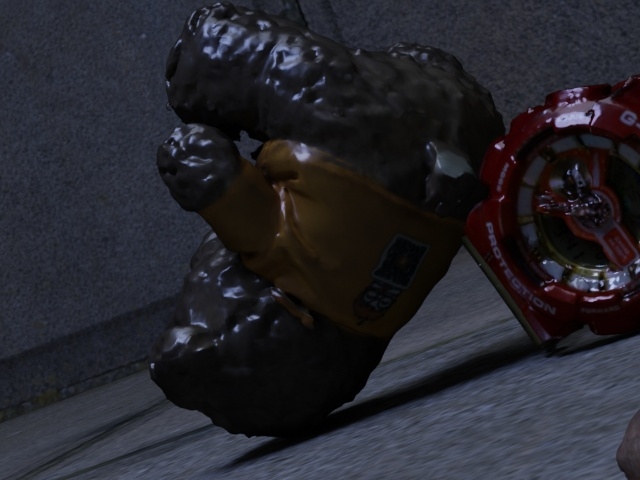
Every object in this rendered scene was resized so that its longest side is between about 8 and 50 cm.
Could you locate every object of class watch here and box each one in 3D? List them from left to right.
[{"bbox_3d":[0.169,-0.028,0.886,0.165,0.102,0.268,-42,-14,37],"label":"watch"}]

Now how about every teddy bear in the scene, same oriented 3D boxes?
[{"bbox_3d":[0.000,0.000,0.886,0.177,0.190,0.140,12,18,-45],"label":"teddy bear"}]

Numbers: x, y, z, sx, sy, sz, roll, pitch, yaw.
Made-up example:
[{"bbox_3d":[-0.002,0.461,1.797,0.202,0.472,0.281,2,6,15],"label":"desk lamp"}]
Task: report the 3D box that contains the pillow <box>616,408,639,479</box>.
[{"bbox_3d":[0.163,0.008,0.395,0.211,0.034,0.135,-23,2,41],"label":"pillow"}]
